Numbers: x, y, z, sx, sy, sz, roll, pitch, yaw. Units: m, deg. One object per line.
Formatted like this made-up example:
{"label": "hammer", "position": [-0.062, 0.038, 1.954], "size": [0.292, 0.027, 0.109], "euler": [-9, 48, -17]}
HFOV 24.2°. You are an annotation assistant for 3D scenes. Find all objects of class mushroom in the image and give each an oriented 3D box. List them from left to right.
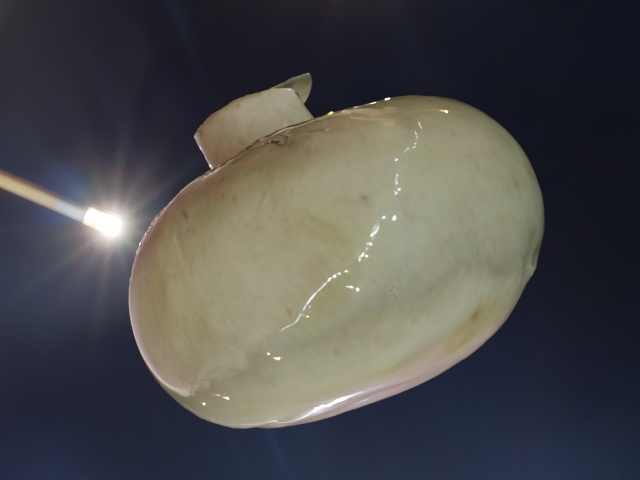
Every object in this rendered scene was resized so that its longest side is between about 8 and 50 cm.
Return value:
{"label": "mushroom", "position": [0.000, 0.000, 0.867], "size": [0.202, 0.246, 0.246], "euler": [60, -40, 20]}
